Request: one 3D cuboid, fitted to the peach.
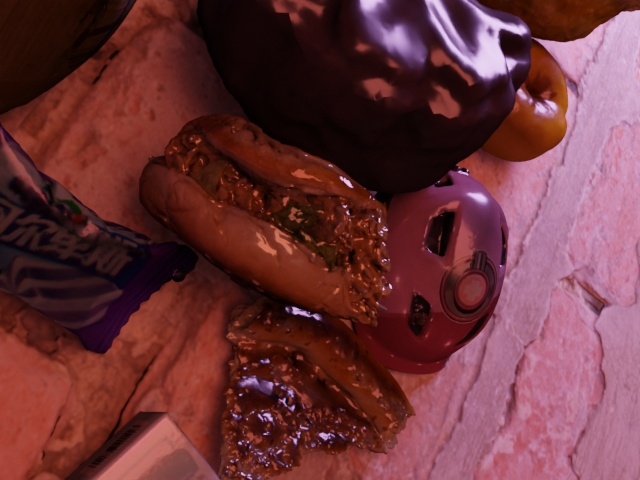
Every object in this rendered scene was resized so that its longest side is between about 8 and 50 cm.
[{"bbox_3d":[0.276,-0.199,1.155,0.179,0.103,0.179,4,81,-31],"label":"peach"}]

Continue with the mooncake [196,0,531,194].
[{"bbox_3d":[0.046,-0.242,0.901,0.381,0.212,0.350,50,50,3],"label":"mooncake"}]

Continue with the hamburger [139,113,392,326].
[{"bbox_3d":[-0.045,-0.021,0.840,0.285,0.243,0.146,27,91,7],"label":"hamburger"}]

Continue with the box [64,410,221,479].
[{"bbox_3d":[-0.213,0.297,0.771,0.269,0.079,0.135,-41,102,-31],"label":"box"}]

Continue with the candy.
[{"bbox_3d":[-0.255,0.002,0.771,0.275,0.070,0.145,39,90,-35],"label":"candy"}]

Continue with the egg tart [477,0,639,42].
[{"bbox_3d":[0.293,-0.345,1.122,0.318,0.319,0.128,9,109,-30],"label":"egg tart"}]

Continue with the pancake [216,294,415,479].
[{"bbox_3d":[-0.016,0.186,0.907,0.266,0.057,0.244,47,48,-11],"label":"pancake"}]

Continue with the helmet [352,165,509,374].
[{"bbox_3d":[0.150,0.029,1.009,0.198,0.154,0.254,13,70,-30],"label":"helmet"}]

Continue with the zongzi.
[{"bbox_3d":[-0.288,-0.171,0.710,0.123,0.260,0.289,51,58,-17],"label":"zongzi"}]
